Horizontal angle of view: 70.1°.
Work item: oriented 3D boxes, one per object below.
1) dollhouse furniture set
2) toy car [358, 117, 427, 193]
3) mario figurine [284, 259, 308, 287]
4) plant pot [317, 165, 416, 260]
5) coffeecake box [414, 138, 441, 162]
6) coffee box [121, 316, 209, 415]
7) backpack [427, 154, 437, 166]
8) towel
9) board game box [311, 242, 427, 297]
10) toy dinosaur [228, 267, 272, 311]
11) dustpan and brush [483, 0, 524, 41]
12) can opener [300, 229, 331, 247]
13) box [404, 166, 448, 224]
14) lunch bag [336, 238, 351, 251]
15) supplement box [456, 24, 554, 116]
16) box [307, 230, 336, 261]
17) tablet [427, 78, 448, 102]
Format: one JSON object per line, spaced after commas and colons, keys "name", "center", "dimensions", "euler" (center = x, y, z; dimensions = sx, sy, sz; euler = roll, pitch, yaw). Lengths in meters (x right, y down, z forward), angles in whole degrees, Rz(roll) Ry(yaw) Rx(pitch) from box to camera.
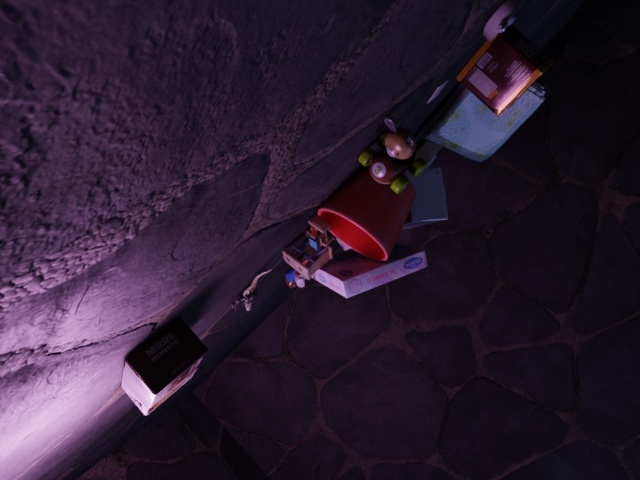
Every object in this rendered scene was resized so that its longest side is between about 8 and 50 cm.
{"name": "dollhouse furniture set", "center": [-0.049, 0.011, 1.557], "dimensions": [0.129, 0.129, 0.183], "euler": [-41, 149, -23]}
{"name": "toy car", "center": [0.204, -0.247, 1.239], "dimensions": [0.149, 0.155, 0.188], "euler": [-43, 164, -11]}
{"name": "mario figurine", "center": [-0.047, 0.150, 2.109], "dimensions": [0.320, 0.170, 0.197], "euler": [141, -36, -60]}
{"name": "plant pot", "center": [0.169, -0.106, 1.503], "dimensions": [0.243, 0.275, 0.275], "euler": [-54, 177, -14]}
{"name": "coffeecake box", "center": [0.396, -0.348, 1.898], "dimensions": [0.142, 0.068, 0.185], "euler": [-47, -169, -19]}
{"name": "coffee box", "center": [-0.422, 0.342, 1.217], "dimensions": [0.168, 0.119, 0.297], "euler": [-38, 172, -37]}
{"name": "backpack", "center": [0.456, -0.376, 2.153], "dimensions": [0.182, 0.115, 0.152], "euler": [-51, 169, 30]}
{"name": "towel", "center": [0.625, -0.491, 1.747], "dimensions": [0.374, 0.321, 0.090], "euler": [-52, -147, 34]}
{"name": "board game box", "center": [0.159, 0.088, 1.632], "dimensions": [0.318, 0.065, 0.319], "euler": [-18, -166, -18]}
{"name": "toy dinosaur", "center": [-0.253, 0.190, 1.609], "dimensions": [0.118, 0.064, 0.268], "euler": [-48, 176, -42]}
{"name": "dustpan and brush", "center": [0.473, -0.569, 1.180], "dimensions": [0.211, 0.060, 0.147], "euler": [-38, 171, -47]}
{"name": "can opener", "center": [-0.033, -0.003, 1.742], "dimensions": [0.059, 0.073, 0.186], "euler": [-50, -172, -37]}
{"name": "box", "center": [0.365, -0.164, 1.937], "dimensions": [0.169, 0.214, 0.345], "euler": [-6, 176, -18]}
{"name": "lunch bag", "center": [0.184, -0.068, 1.914], "dimensions": [0.160, 0.223, 0.262], "euler": [-24, 161, -46]}
{"name": "supplement box", "center": [0.590, -0.547, 1.466], "dimensions": [0.129, 0.194, 0.191], "euler": [-40, 173, -39]}
{"name": "box", "center": [0.000, 0.000, 1.793], "dimensions": [0.162, 0.029, 0.116], "euler": [-48, -148, 32]}
{"name": "tablet", "center": [0.370, -0.471, 1.439], "dimensions": [0.054, 0.006, 0.083], "euler": [-41, 173, -24]}
